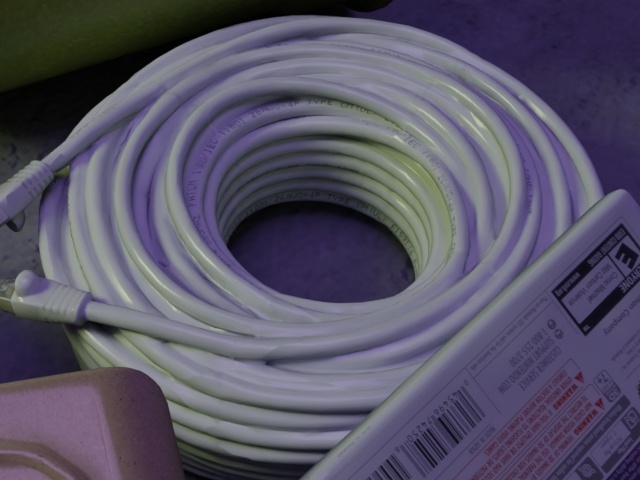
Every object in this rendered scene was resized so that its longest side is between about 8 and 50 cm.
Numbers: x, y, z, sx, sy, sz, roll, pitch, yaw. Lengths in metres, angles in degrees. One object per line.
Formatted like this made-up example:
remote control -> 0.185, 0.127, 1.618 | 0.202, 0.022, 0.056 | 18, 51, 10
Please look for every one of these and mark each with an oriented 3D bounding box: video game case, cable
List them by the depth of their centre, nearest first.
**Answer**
video game case -> 0.114, 0.105, 0.502 | 0.201, 0.023, 0.183 | -39, 92, -30
cable -> 0.000, 0.000, 0.599 | 0.257, 0.089, 0.257 | 26, 52, 17

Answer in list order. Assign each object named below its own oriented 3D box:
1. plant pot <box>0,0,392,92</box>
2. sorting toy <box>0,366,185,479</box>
plant pot -> -0.131, -0.201, 0.673 | 0.254, 0.276, 0.276 | -25, 54, -8
sorting toy -> -0.127, 0.140, 0.366 | 0.208, 0.038, 0.193 | -5, 62, -23
